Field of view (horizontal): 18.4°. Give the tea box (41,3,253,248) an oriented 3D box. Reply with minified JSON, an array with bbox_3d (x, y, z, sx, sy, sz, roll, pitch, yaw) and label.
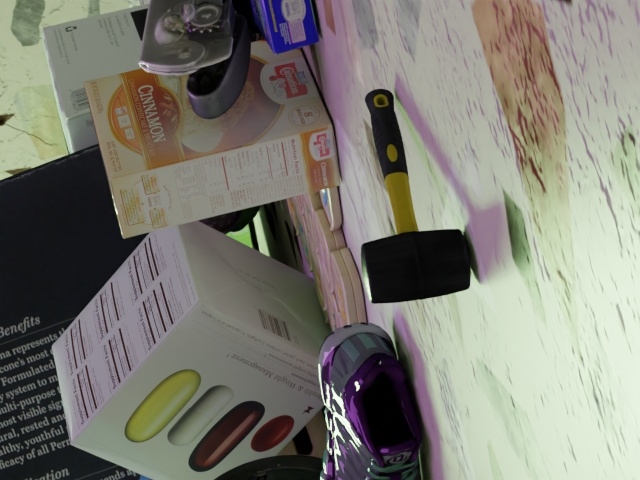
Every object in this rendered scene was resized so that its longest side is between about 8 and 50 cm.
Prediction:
[{"bbox_3d":[-0.235,-0.115,2.729,0.329,0.220,0.323,-115,12,-60],"label":"tea box"}]

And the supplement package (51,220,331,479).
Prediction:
[{"bbox_3d":[-0.117,0.117,1.907,0.194,0.203,0.149,28,-154,-32],"label":"supplement package"}]

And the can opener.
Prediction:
[{"bbox_3d":[-0.095,-0.214,1.639,0.283,0.076,0.095,-86,-15,-46],"label":"can opener"}]

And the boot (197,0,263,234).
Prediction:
[{"bbox_3d":[-0.109,-0.152,1.998,0.229,0.091,0.263,142,118,-66],"label":"boot"}]

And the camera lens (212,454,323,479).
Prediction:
[{"bbox_3d":[-0.021,0.349,1.810,0.219,0.219,0.274,-110,9,-45],"label":"camera lens"}]

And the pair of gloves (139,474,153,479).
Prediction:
[{"bbox_3d":[-0.111,0.254,1.977,0.198,0.023,0.159,42,-158,-13],"label":"pair of gloves"}]

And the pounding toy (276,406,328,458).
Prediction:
[{"bbox_3d":[-0.021,0.208,2.133,0.206,0.094,0.181,-99,-10,-80],"label":"pounding toy"}]

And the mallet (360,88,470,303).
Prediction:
[{"bbox_3d":[0.056,-0.033,1.186,0.190,0.062,0.039,-88,-7,-50],"label":"mallet"}]

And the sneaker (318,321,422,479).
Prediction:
[{"bbox_3d":[0.044,0.180,1.517,0.098,0.083,0.224,-137,34,-70],"label":"sneaker"}]

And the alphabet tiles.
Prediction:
[{"bbox_3d":[0.000,0.000,1.790,0.284,0.021,0.278,-111,9,-48],"label":"alphabet tiles"}]

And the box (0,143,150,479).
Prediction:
[{"bbox_3d":[-0.237,0.151,2.308,0.480,0.297,0.472,2,-110,-86],"label":"box"}]

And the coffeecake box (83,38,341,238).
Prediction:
[{"bbox_3d":[-0.091,-0.090,1.644,0.142,0.185,0.068,-111,10,-49],"label":"coffeecake box"}]

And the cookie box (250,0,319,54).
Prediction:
[{"bbox_3d":[-0.036,-0.206,1.560,0.107,0.040,0.092,-117,14,-68],"label":"cookie box"}]

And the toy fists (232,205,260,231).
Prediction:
[{"bbox_3d":[-0.133,-0.145,2.333,0.142,0.096,0.279,153,102,-86],"label":"toy fists"}]
